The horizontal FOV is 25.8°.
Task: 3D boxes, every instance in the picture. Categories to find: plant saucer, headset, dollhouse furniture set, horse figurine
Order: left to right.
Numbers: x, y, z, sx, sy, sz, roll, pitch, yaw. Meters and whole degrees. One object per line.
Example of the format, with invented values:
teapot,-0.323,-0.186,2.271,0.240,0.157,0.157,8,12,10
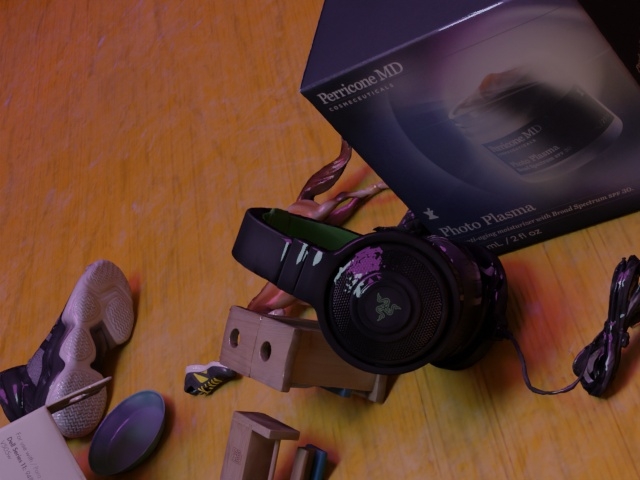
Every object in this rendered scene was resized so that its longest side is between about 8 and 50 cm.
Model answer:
plant saucer,-0.223,0.232,1.655,0.119,0.021,0.119,-29,35,22
dollhouse furniture set,-0.029,0.173,1.442,0.129,0.129,0.183,16,95,56
horse figurine,0.000,0.000,1.632,0.174,0.066,0.263,-20,41,24
headset,0.106,0.033,1.321,0.394,0.243,0.185,25,99,27

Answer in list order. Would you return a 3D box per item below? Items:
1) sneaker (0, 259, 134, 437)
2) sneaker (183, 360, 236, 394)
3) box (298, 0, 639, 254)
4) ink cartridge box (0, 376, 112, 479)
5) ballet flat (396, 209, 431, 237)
sneaker,-0.340,0.146,1.809,0.153,0.101,0.268,-20,42,30
sneaker,-0.128,0.163,1.625,0.083,0.031,0.035,-13,56,46
box,0.189,-0.157,1.381,0.296,0.294,0.182,-20,39,34
ink cartridge box,-0.367,0.284,1.522,0.353,0.119,0.207,-27,-4,-16
ballet flat,0.086,0.005,1.530,0.049,0.057,0.173,29,66,34
